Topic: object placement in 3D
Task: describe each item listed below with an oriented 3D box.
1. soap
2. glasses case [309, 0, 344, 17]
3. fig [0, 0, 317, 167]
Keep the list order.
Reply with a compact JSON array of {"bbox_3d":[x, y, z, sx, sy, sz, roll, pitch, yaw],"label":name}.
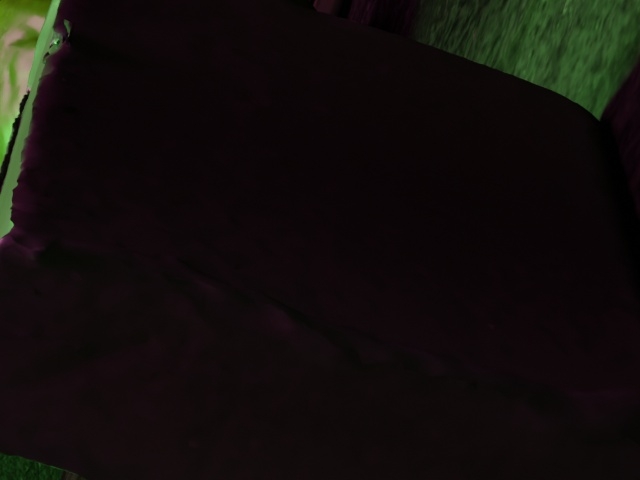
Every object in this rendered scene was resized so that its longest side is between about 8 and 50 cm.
[{"bbox_3d":[0.000,0.000,0.816,0.296,0.285,0.107,-88,19,-58],"label":"soap"},{"bbox_3d":[-0.003,-0.283,1.806,0.113,0.075,0.297,168,118,-76],"label":"glasses case"},{"bbox_3d":[-0.123,-0.099,1.552,0.343,0.343,0.343,-163,90,-79],"label":"fig"}]
